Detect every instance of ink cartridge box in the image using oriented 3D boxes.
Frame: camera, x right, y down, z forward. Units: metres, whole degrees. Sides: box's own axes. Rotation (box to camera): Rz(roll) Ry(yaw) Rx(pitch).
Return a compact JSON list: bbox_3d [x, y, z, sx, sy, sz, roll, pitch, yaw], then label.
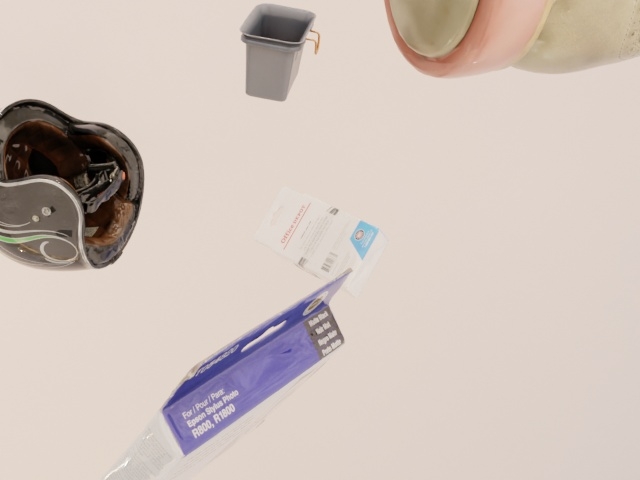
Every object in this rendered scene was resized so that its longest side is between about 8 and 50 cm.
[{"bbox_3d":[0.000,0.000,1.359,0.104,0.180,0.060,-60,-26,-7],"label":"ink cartridge box"},{"bbox_3d":[-0.074,0.138,0.749,0.223,0.045,0.224,-29,-17,-50],"label":"ink cartridge box"}]

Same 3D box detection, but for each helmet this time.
[{"bbox_3d":[-0.278,-0.054,0.899,0.169,0.161,0.170,17,-90,-77],"label":"helmet"}]

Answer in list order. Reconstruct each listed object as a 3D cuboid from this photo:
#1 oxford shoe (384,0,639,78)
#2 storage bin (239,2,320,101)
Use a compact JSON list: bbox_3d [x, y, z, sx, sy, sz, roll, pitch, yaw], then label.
[{"bbox_3d":[0.122,-0.272,0.392,0.146,0.140,0.397,-3,-67,-24],"label":"oxford shoe"},{"bbox_3d":[-0.053,-0.247,1.178,0.098,0.135,0.091,11,-57,3],"label":"storage bin"}]
